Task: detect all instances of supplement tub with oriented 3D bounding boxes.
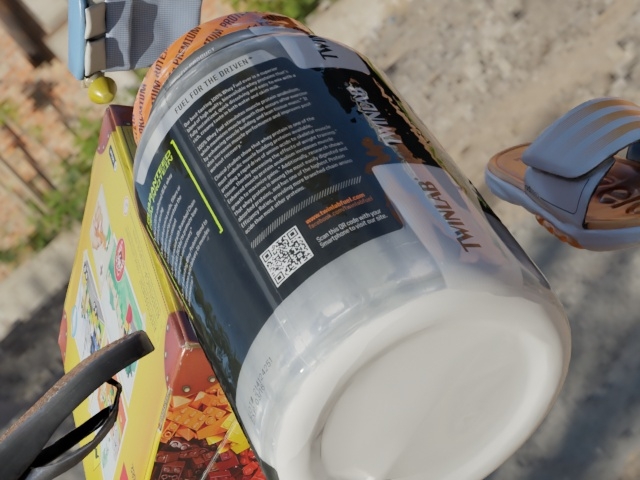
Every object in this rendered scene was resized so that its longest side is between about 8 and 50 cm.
[{"bbox_3d":[0.000,0.000,0.860,0.193,0.193,0.316,-41,46,9],"label":"supplement tub"}]

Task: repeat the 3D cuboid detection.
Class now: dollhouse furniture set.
[{"bbox_3d":[-0.190,-0.330,1.968,0.286,0.303,0.198,-9,34,-27],"label":"dollhouse furniture set"}]

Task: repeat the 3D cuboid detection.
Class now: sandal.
[{"bbox_3d":[0.175,-0.058,0.944,0.102,0.076,0.265,-23,19,-15],"label":"sandal"},{"bbox_3d":[-0.224,0.167,1.088,0.254,0.054,0.097,-44,7,-7],"label":"sandal"}]

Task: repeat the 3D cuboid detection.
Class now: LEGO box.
[{"bbox_3d":[-0.152,0.126,1.593,0.500,0.193,0.372,-116,37,-53],"label":"LEGO box"}]
